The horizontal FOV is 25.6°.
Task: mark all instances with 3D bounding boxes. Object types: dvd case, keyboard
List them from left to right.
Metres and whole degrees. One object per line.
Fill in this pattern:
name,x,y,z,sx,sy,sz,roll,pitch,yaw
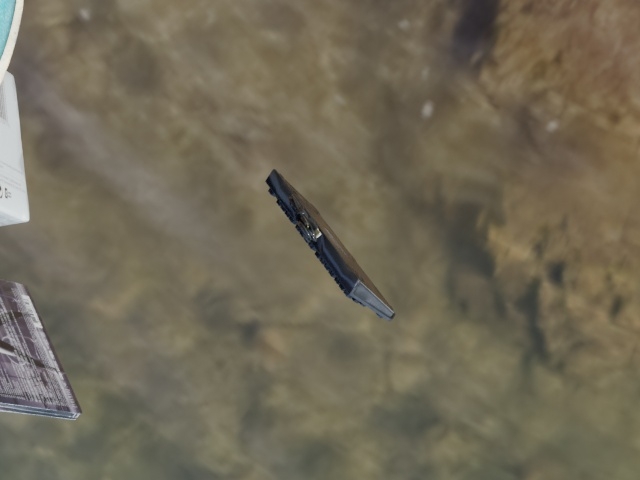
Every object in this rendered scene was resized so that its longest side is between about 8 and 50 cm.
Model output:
dvd case,-0.335,0.096,1.378,0.018,0.221,0.164,-36,65,17
keyboard,0.000,0.000,1.320,0.023,0.180,0.108,-42,137,4

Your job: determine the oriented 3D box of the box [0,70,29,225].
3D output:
box,-0.409,-0.108,1.548,0.119,0.181,0.181,-8,84,4

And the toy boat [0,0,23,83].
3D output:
toy boat,-0.381,-0.190,1.033,0.318,0.267,0.148,18,148,-15
